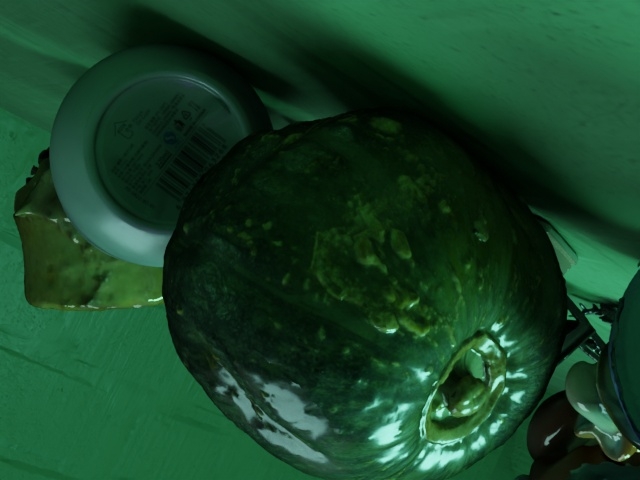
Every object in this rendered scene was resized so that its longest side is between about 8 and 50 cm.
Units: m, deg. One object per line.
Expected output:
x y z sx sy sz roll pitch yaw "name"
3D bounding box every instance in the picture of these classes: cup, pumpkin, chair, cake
-0.163 -0.075 0.897 0.212 0.212 0.317 27 174 -14 "cup"
0.038 0.040 0.707 0.257 0.291 0.328 33 172 44 "pumpkin"
0.313 0.153 1.123 0.229 0.113 0.106 50 176 0 "chair"
-0.296 -0.069 1.321 0.333 0.320 0.332 -2 -173 0 "cake"

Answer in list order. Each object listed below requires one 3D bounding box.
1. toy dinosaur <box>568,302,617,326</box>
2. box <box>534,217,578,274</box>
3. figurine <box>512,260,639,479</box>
0.382 0.109 1.083 0.082 0.039 0.209 28 176 -31 "toy dinosaur"
0.197 0.015 0.889 0.089 0.062 0.122 22 175 36 "box"
0.273 0.179 0.664 0.277 0.248 0.388 5 157 2 "figurine"
